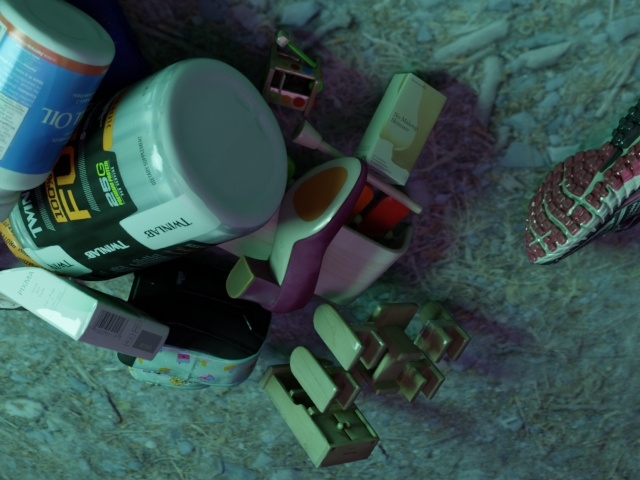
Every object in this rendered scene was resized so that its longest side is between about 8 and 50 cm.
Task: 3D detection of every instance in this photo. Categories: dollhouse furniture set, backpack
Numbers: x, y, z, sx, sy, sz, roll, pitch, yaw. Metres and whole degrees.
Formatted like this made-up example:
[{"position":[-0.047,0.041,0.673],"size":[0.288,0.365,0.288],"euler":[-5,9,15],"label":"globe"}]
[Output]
[{"position":[0.040,0.166,1.365],"size":[0.212,0.161,0.242],"euler":[1,128,-42],"label":"dollhouse furniture set"},{"position":[-0.162,0.115,1.314],"size":[0.188,0.166,0.144],"euler":[11,135,-4],"label":"backpack"}]

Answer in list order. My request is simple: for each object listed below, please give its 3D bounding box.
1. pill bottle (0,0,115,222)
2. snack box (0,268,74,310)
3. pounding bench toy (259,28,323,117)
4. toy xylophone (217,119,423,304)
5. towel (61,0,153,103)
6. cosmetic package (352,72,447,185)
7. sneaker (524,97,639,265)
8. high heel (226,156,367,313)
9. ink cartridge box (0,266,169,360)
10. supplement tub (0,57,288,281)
[{"position":[-0.306,-0.129,0.987],"size":[0.124,0.124,0.221],"euler":[26,114,-21],"label":"pill bottle"},{"position":[-0.430,0.069,1.373],"size":[0.178,0.022,0.064],"euler":[1,132,0],"label":"snack box"},{"position":[-0.027,-0.189,1.105],"size":[0.065,0.052,0.083],"euler":[13,132,-11],"label":"pounding bench toy"},{"position":[-0.013,-0.038,1.226],"size":[0.322,0.081,0.236],"euler":[34,125,-27],"label":"toy xylophone"},{"position":[-0.360,-0.229,1.067],"size":[0.308,0.076,0.228],"euler":[-9,139,9],"label":"towel"},{"position":[0.090,-0.126,1.125],"size":[0.060,0.041,0.115],"euler":[28,84,-25],"label":"cosmetic package"},{"position":[0.365,-0.060,1.175],"size":[0.112,0.121,0.299],"euler":[30,126,-27],"label":"sneaker"},{"position":[0.000,0.000,1.166],"size":[0.117,0.082,0.244],"euler":[15,124,-41],"label":"high heel"},{"position":[-0.307,0.058,1.157],"size":[0.224,0.056,0.181],"euler":[29,177,22],"label":"ink cartridge box"},{"position":[-0.208,-0.065,1.102],"size":[0.316,0.193,0.193],"euler":[-18,132,37],"label":"supplement tub"}]
